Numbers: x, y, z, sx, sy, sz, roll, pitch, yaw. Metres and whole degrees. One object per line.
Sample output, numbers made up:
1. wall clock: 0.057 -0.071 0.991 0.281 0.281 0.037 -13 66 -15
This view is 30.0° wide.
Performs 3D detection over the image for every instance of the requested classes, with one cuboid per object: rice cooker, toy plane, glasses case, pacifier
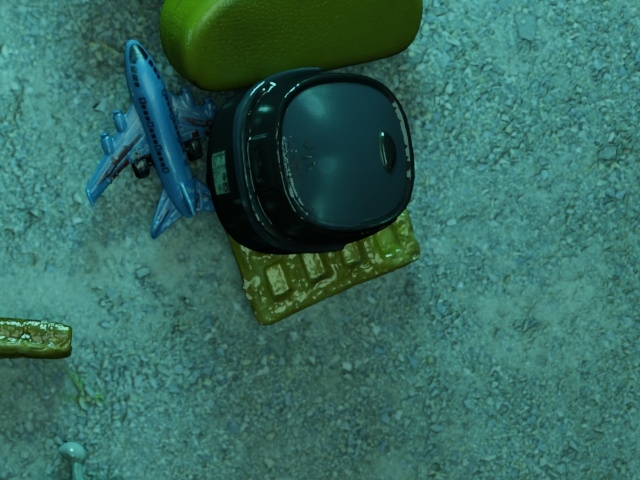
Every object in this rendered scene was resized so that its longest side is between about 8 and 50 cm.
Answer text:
1. rice cooker: -0.023 -0.102 1.593 0.267 0.224 0.267 2 86 -32
2. toy plane: -0.221 -0.148 1.664 0.254 0.105 0.271 -21 99 -13
3. glasses case: -0.043 -0.328 1.658 0.371 0.141 0.173 -16 126 -24
4. pacifier: -0.349 0.340 1.681 0.150 0.127 0.116 -6 73 -8

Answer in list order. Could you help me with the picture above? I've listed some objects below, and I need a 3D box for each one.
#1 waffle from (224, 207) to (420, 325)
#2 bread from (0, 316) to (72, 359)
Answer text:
1. waffle: 0.000 0.000 1.762 0.274 0.057 0.168 -23 101 -12
2. bread: -0.410 0.138 1.657 0.132 0.074 0.053 7 75 -17
